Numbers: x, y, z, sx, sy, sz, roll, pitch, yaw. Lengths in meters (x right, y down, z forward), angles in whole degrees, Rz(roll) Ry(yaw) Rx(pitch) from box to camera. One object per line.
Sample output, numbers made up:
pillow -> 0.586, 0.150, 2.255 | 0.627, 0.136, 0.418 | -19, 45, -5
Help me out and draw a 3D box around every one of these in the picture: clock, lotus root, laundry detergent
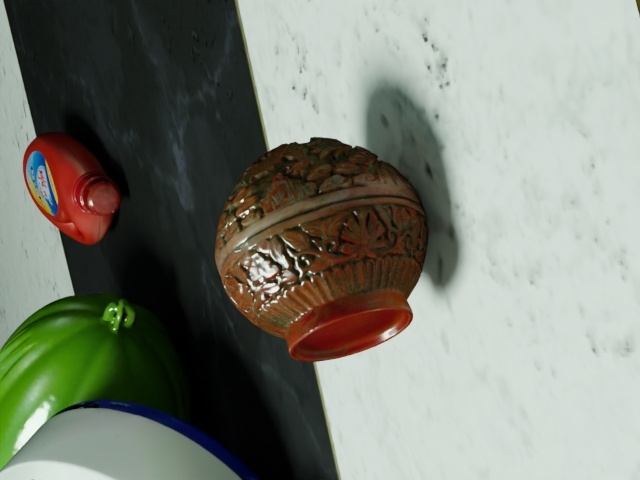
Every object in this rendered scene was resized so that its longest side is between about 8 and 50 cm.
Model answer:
clock -> -0.122, 0.221, 1.053 | 0.230, 0.083, 0.230 | 15, 127, 21
lotus root -> -0.171, 0.104, 1.171 | 0.186, 0.186, 0.186 | 164, 90, -70
laundry detergent -> -0.201, -0.038, 1.282 | 0.165, 0.049, 0.097 | 23, 132, 64

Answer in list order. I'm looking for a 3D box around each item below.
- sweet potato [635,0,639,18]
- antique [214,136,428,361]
sweet potato -> 0.133, -0.044, 0.351 | 0.285, 0.085, 0.112 | 67, 154, 19
antique -> 0.000, 0.000, 0.710 | 0.104, 0.104, 0.104 | 164, 90, -70
